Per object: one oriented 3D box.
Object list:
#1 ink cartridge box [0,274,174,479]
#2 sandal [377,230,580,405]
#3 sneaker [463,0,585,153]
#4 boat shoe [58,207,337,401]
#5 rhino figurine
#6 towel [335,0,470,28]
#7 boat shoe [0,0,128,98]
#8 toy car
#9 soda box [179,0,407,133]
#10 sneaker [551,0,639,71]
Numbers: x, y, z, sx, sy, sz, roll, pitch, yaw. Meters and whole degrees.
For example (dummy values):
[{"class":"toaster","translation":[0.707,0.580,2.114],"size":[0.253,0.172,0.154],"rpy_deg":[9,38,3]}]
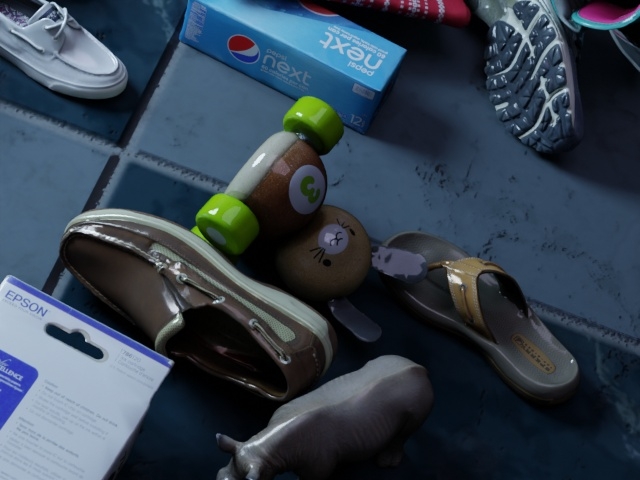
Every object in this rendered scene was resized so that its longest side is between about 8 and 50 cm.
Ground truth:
[{"class":"ink cartridge box","translation":[-0.261,0.190,1.349],"size":[0.165,0.065,0.332],"rpy_deg":[28,52,6]},{"class":"sandal","translation":[0.148,0.060,1.568],"size":[0.219,0.060,0.090],"rpy_deg":[43,54,17]},{"class":"sneaker","translation":[0.233,-0.214,1.776],"size":[0.122,0.110,0.283],"rpy_deg":[5,58,-33]},{"class":"boat shoe","translation":[-0.114,0.055,1.455],"size":[0.257,0.095,0.095],"rpy_deg":[23,34,12]},{"class":"rhino figurine","translation":[-0.007,0.163,1.414],"size":[0.243,0.106,0.073],"rpy_deg":[-22,62,-29]},{"class":"towel","translation":[0.009,-0.294,1.770],"size":[0.275,0.031,0.199],"rpy_deg":[8,38,-20]},{"class":"boat shoe","translation":[-0.262,-0.199,1.645],"size":[0.184,0.063,0.066],"rpy_deg":[33,52,10]},{"class":"toy car","translation":[0.000,0.000,1.531],"size":[0.188,0.149,0.155],"rpy_deg":[40,65,0]},{"class":"soda box","translation":[-0.028,-0.192,1.706],"size":[0.210,0.067,0.071],"rpy_deg":[28,51,5]},{"class":"sneaker","translation":[0.320,-0.230,1.721],"size":[0.295,0.124,0.178],"rpy_deg":[50,25,-13]}]
